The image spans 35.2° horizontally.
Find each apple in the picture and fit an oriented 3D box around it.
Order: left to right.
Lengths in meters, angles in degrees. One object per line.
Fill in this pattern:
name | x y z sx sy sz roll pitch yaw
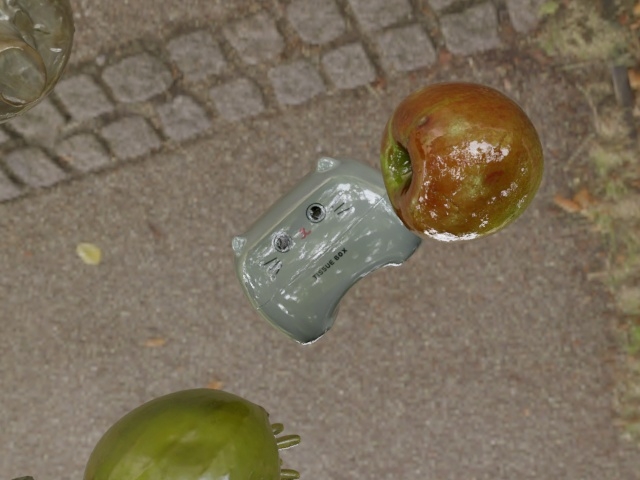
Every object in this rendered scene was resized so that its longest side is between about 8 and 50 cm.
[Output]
apple | 0.166 -0.091 1.179 0.196 0.196 0.196 0 150 0

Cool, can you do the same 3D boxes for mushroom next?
mushroom | -0.341 -0.205 1.040 0.207 0.215 0.207 -20 128 -28

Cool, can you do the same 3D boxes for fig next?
fig | -0.224 0.400 1.691 0.343 0.343 0.343 0 150 0

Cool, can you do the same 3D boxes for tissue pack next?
tissue pack | 0.000 0.000 1.814 0.333 0.229 0.236 -42 100 5

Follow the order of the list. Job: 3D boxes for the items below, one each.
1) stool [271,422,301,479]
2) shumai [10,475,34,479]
stool | -0.112 0.458 2.155 0.110 0.134 0.135 -4 145 -30
shumai | -0.513 0.496 1.692 0.184 0.184 0.142 -15 115 25
